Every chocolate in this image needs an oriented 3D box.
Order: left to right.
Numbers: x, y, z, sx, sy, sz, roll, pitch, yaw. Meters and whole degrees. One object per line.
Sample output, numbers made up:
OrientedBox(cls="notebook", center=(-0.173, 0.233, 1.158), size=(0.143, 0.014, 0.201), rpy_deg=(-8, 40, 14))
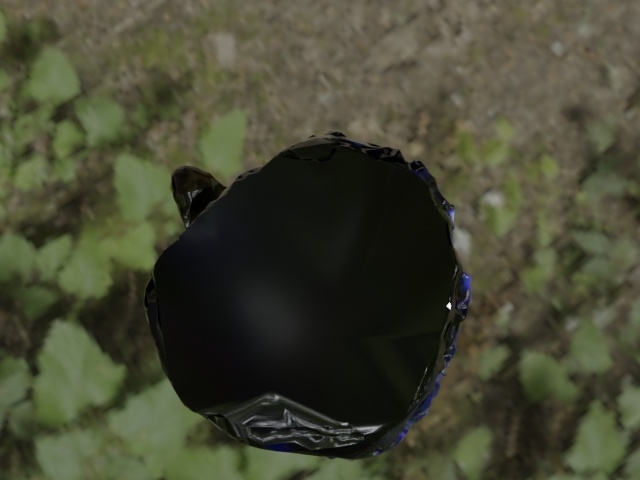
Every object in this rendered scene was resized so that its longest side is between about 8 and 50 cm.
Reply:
OrientedBox(cls="chocolate", center=(-0.001, 0.002, 0.867), size=(0.148, 0.343, 0.126), rpy_deg=(26, 96, -1))
